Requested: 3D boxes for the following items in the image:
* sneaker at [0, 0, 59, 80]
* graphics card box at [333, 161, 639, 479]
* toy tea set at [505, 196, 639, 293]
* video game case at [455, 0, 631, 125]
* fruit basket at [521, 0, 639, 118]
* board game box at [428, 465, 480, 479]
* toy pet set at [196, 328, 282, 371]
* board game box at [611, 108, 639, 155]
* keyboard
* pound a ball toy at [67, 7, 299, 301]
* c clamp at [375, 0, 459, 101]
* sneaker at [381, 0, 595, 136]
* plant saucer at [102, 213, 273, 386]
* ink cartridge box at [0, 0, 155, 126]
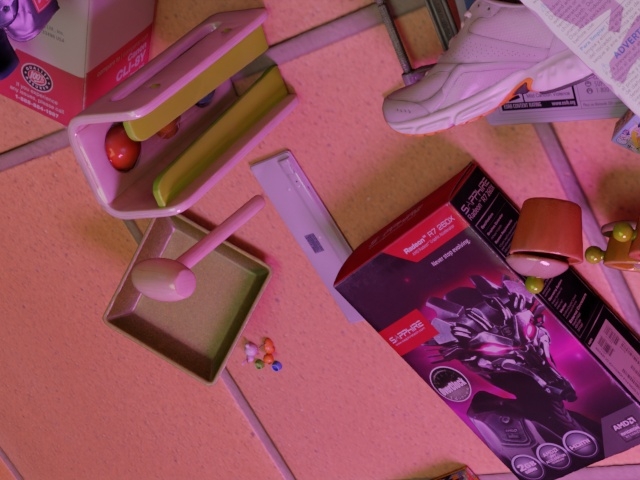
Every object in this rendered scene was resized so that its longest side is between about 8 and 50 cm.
[{"bbox_3d":[-0.325,-0.298,1.174,0.148,0.131,0.350,34,141,-4],"label":"sneaker"},{"bbox_3d":[0.218,0.112,1.371,0.371,0.094,0.233,46,135,-7],"label":"graphics card box"},{"bbox_3d":[0.354,0.038,1.143,0.336,0.200,0.124,4,81,32],"label":"toy tea set"},{"bbox_3d":[0.277,-0.256,1.093,0.329,0.036,0.300,0,123,34],"label":"video game case"},{"bbox_3d":[0.378,-0.218,0.945,0.353,0.165,0.327,47,111,7],"label":"fruit basket"},{"bbox_3d":[0.206,0.413,1.639,0.170,0.048,0.141,48,136,-8],"label":"board game box"},{"bbox_3d":[-0.136,0.156,1.653,0.122,0.065,0.114,1,123,32],"label":"toy pet set"},{"bbox_3d":[0.376,-0.099,1.114,0.154,0.026,0.103,25,148,-3],"label":"board game box"},{"bbox_3d":[0.000,0.000,1.487,0.072,0.014,0.256,-15,113,45],"label":"keyboard"},{"bbox_3d":[-0.153,-0.100,1.291,0.136,0.319,0.208,-1,122,34],"label":"pound a ball toy"},{"bbox_3d":[0.093,-0.220,1.236,0.137,0.022,0.160,5,123,46],"label":"c clamp"},{"bbox_3d":[0.164,-0.191,1.137,0.262,0.099,0.121,-19,103,34],"label":"sneaker"},{"bbox_3d":[-0.177,0.075,1.585,0.188,0.045,0.188,29,98,12],"label":"plant saucer"},{"bbox_3d":[-0.333,-0.362,1.321,0.279,0.160,0.384,27,134,12],"label":"ink cartridge box"}]
